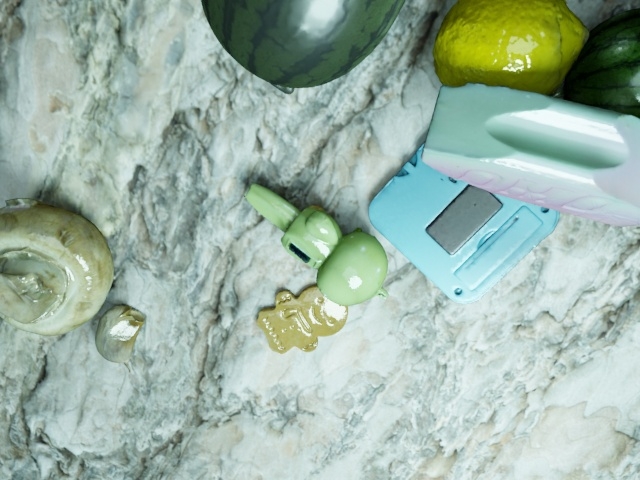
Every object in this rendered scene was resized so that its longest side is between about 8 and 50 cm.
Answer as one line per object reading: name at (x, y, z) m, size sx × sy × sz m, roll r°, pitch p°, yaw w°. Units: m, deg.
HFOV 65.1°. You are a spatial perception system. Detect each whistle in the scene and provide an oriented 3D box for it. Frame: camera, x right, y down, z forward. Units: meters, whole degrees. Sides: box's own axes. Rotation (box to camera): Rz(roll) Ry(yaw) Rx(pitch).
whistle at (0.008, -0.005, 0.867) m, size 0.141 × 0.141 × 0.294 m, roll -42°, pitch 83°, yaw 15°

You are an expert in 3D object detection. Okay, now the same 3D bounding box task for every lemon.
lemon at (0.260, -0.276, 0.716) m, size 0.193 × 0.180 × 0.181 m, roll 30°, pitch 108°, yaw 8°

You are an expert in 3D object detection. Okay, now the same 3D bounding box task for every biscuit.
biscuit at (-0.030, 0.151, 0.953) m, size 0.183 × 0.027 × 0.134 m, roll -12°, pitch 104°, yaw 8°

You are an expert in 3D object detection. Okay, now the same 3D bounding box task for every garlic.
garlic at (-0.396, 0.192, 0.972) m, size 0.084 × 0.066 × 0.152 m, roll 22°, pitch 105°, yaw -5°

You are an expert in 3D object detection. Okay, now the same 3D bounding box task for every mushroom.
mushroom at (-0.492, 0.045, 0.878) m, size 0.254 × 0.184 × 0.255 m, roll 6°, pitch 119°, yaw 12°

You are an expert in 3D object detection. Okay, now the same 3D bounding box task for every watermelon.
watermelon at (-0.019, -0.358, 0.655) m, size 0.278 × 0.279 × 0.359 m, roll 31°, pitch 136°, yaw -6°
watermelon at (0.436, -0.230, 0.718) m, size 0.214 × 0.188 × 0.188 m, roll 1°, pitch 108°, yaw 23°

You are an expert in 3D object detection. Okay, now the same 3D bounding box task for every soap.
soap at (0.306, -0.116, 0.694) m, size 0.323 × 0.193 × 0.109 m, roll 17°, pitch 88°, yaw 7°

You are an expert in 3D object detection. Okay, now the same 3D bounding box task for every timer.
timer at (0.237, -0.049, 0.860) m, size 0.250 × 0.091 × 0.232 m, roll 44°, pitch 107°, yaw 3°
